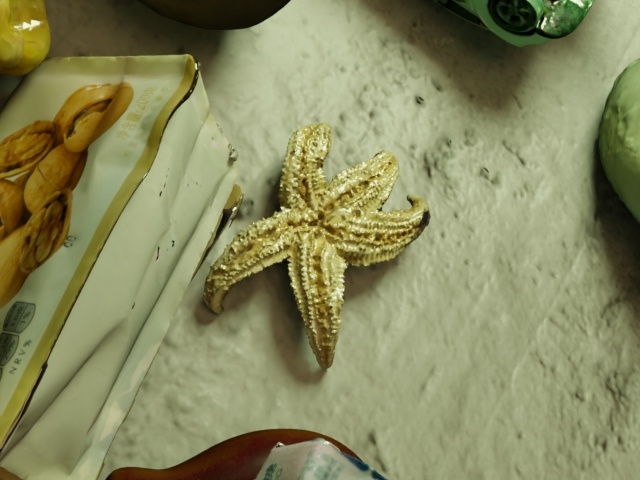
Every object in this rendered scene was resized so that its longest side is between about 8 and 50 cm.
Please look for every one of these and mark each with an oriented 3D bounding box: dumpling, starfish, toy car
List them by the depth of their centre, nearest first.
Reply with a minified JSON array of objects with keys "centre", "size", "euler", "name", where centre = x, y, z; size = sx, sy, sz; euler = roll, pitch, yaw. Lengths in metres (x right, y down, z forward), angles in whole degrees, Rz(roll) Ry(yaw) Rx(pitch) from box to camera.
[{"centre":[0.000,0.000,0.733],"size":[0.238,0.071,0.216],"euler":[-22,79,-19],"name":"starfish"},{"centre":[0.145,-0.319,0.842],"size":[0.306,0.125,0.136],"euler":[34,70,-4],"name":"toy car"},{"centre":[0.404,-0.105,0.855],"size":[0.270,0.212,0.320],"euler":[14,50,-56],"name":"dumpling"}]

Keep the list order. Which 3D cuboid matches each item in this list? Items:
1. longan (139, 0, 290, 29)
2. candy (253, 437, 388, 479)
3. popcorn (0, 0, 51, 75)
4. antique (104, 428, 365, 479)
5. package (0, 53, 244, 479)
[{"centre":[-0.099,-0.303,0.681],"size":[0.215,0.246,0.246],"euler":[-42,94,-14],"name":"longan"},{"centre":[-0.028,0.208,0.504],"size":[0.073,0.092,0.160],"euler":[41,60,-12],"name":"candy"},{"centre":[-0.336,-0.180,0.516],"size":[0.316,0.281,0.297],"euler":[-49,133,-26],"name":"popcorn"},{"centre":[-0.041,0.253,0.610],"size":[0.278,0.129,0.223],"euler":[24,65,-15],"name":"antique"},{"centre":[-0.191,0.028,0.619],"size":[0.165,0.221,0.311],"euler":[51,53,-47],"name":"package"}]
